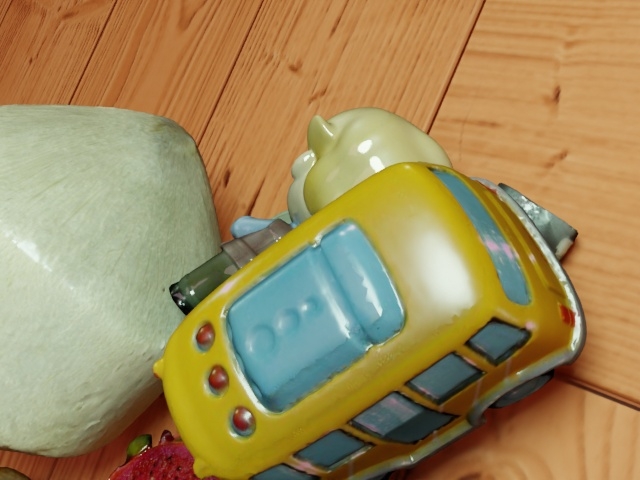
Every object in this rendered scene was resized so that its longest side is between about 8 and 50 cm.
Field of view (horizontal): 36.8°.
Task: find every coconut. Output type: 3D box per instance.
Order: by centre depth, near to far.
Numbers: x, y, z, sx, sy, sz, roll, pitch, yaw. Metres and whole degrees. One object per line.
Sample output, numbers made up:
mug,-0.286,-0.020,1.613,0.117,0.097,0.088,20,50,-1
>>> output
coconut,-0.182,0.019,0.713,0.266,0.237,0.237,-51,45,22

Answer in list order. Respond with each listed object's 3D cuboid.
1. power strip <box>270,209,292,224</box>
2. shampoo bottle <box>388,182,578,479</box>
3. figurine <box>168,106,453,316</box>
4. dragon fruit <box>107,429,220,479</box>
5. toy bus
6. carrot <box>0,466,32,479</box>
power strip,-0.025,0.078,0.686,0.080,0.029,0.227,-6,67,41
shampoo bottle,0.075,0.066,0.583,0.063,0.057,0.207,40,100,34
figurine,0.000,0.000,0.626,0.196,0.108,0.114,-39,77,4
dragon fruit,-0.086,0.214,0.611,0.133,0.150,0.207,44,126,57
toy bus,0.018,0.051,0.502,0.209,0.136,0.126,-36,64,17
carrot,-0.275,0.290,0.749,0.159,0.159,0.225,-19,48,35
